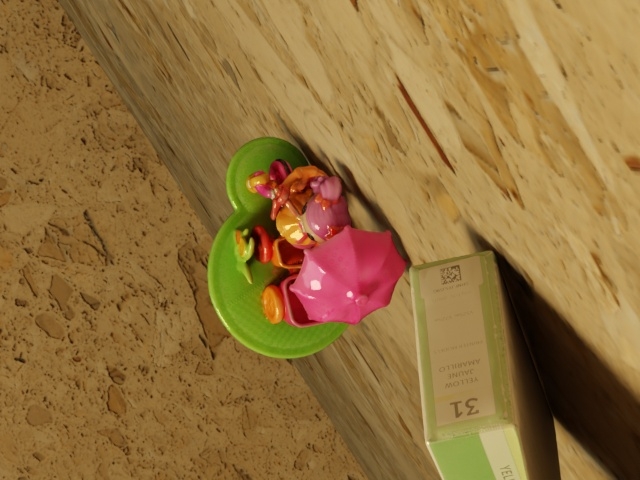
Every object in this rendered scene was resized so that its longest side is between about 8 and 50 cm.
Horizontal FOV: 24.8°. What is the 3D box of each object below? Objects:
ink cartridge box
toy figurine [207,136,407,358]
[{"bbox_3d":[0.100,0.147,0.771,0.171,0.056,0.235,65,-162,-45],"label":"ink cartridge box"},{"bbox_3d":[0.000,0.000,1.054,0.159,0.130,0.173,170,90,-67],"label":"toy figurine"}]
